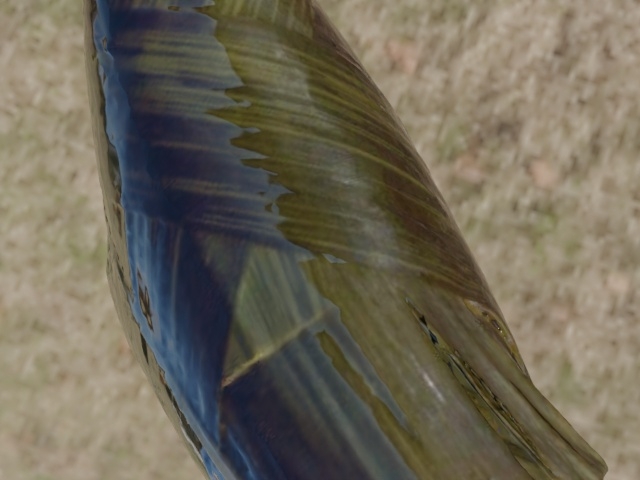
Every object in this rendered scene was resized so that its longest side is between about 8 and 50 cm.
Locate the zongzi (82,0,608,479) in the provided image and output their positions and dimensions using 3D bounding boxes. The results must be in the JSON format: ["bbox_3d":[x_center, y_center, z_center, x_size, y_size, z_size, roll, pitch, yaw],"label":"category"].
[{"bbox_3d":[0.000,0.000,0.400,0.187,0.084,0.184,50,160,48],"label":"zongzi"}]
